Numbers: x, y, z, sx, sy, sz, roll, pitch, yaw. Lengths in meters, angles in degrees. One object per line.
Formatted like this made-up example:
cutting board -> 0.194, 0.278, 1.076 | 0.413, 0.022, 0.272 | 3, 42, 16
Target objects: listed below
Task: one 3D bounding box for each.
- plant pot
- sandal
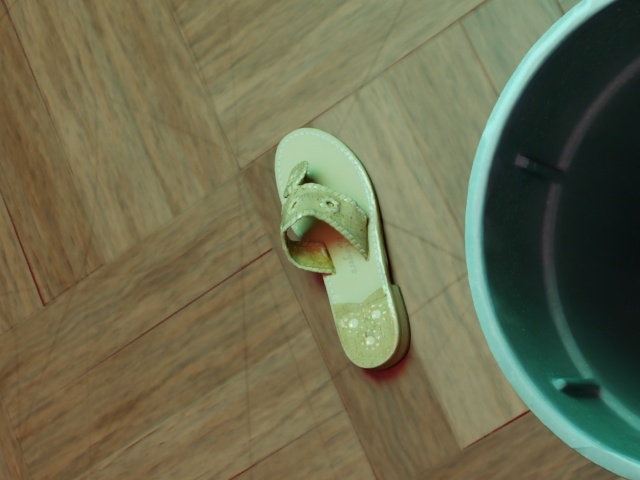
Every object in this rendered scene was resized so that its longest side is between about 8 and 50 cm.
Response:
plant pot -> 0.321, 0.009, 1.251 | 0.341, 0.334, 0.341 | -5, 79, 29
sandal -> 0.005, -0.003, 1.585 | 0.088, 0.079, 0.240 | -30, 68, 22
